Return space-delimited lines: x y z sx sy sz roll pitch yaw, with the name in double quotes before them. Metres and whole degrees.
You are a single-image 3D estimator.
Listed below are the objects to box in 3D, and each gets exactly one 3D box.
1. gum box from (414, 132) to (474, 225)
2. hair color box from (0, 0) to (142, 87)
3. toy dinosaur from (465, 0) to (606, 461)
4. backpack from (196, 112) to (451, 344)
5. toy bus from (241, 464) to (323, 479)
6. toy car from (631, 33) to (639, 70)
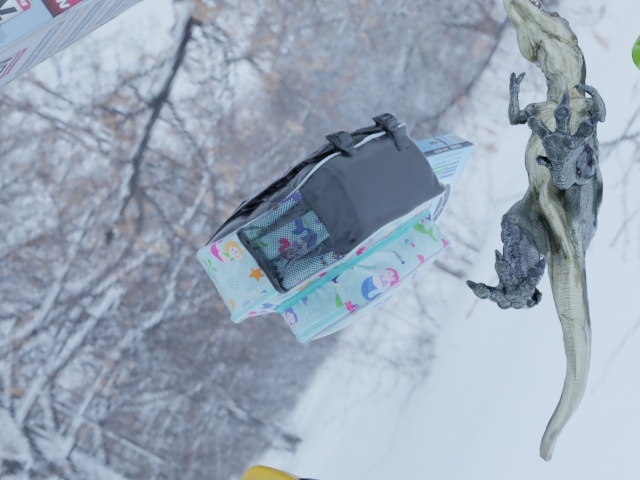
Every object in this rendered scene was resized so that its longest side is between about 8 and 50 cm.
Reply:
"gum box" 0.126 -0.049 1.565 0.157 0.041 0.184 -20 -44 -57
"hair color box" -0.191 -0.263 1.006 0.374 0.113 0.185 -40 9 -29
"toy dinosaur" 0.120 -0.013 0.606 0.118 0.064 0.268 10 -99 -70
"backpack" 0.000 0.000 1.269 0.254 0.191 0.225 -26 3 38
"toy bus" 0.072 0.238 0.685 0.108 0.333 0.130 -68 -25 -6
"toy car" 0.317 -0.125 0.712 0.155 0.188 0.149 -58 -31 -11
